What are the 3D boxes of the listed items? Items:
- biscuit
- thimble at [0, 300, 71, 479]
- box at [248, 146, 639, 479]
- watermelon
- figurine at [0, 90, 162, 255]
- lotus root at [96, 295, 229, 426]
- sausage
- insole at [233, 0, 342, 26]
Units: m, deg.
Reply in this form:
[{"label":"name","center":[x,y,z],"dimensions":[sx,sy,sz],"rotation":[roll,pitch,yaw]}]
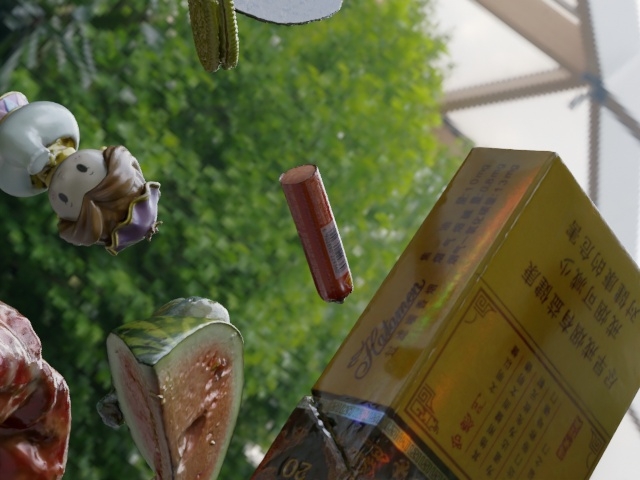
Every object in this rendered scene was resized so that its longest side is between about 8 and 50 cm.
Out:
[{"label":"biscuit","center":[-0.072,-0.153,0.890],"dimensions":[0.084,0.023,0.084],"rotation":[170,-90,-80]},{"label":"thimble","center":[-0.327,0.157,0.798],"dimensions":[0.230,0.350,0.350],"rotation":[27,-18,12]},{"label":"box","center":[0.136,0.152,1.212],"dimensions":[0.115,0.415,0.264],"rotation":[9,-32,50]},{"label":"watermelon","center":[-0.170,0.160,1.412],"dimensions":[0.128,0.159,0.303],"rotation":[19,-41,16]},{"label":"figurine","center":[-0.322,-0.084,1.753],"dimensions":[0.263,0.142,0.189],"rotation":[34,8,14]},{"label":"lotus root","center":[-0.187,0.143,1.581],"dimensions":[0.088,0.192,0.113],"rotation":[51,-25,-21]},{"label":"sausage","center":[0.000,0.000,1.118],"dimensions":[0.034,0.034,0.129],"rotation":[18,-45,49]},{"label":"insole","center":[-0.090,-0.280,1.390],"dimensions":[0.327,0.111,0.007],"rotation":[1,-19,-46]}]
